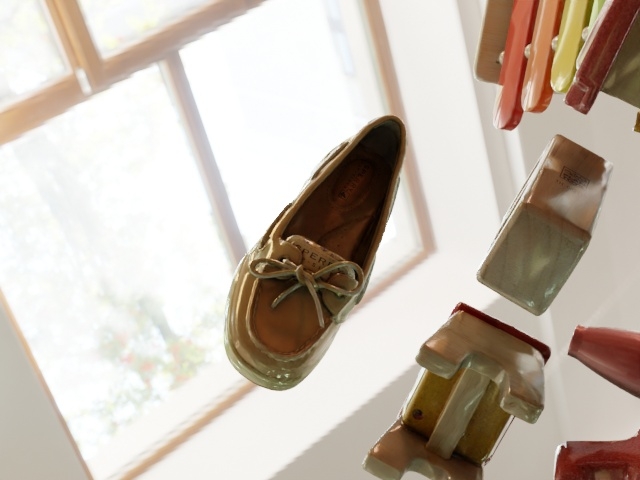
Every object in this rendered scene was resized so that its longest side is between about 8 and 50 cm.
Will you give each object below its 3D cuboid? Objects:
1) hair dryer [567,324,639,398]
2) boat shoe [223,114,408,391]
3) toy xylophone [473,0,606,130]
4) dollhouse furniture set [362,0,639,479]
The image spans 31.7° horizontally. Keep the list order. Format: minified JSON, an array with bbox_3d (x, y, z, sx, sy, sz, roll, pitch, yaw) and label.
[{"bbox_3d":[0.371,0.133,1.149,0.293,0.224,0.080,13,-102,57],"label":"hair dryer"},{"bbox_3d":[0.000,0.000,0.979,0.105,0.089,0.285,28,-128,-6],"label":"boat shoe"},{"bbox_3d":[0.228,-0.218,0.897,0.081,0.236,0.323,11,171,-15],"label":"toy xylophone"},{"bbox_3d":[0.199,0.007,0.636,0.201,0.374,0.152,28,-151,8],"label":"dollhouse furniture set"}]
